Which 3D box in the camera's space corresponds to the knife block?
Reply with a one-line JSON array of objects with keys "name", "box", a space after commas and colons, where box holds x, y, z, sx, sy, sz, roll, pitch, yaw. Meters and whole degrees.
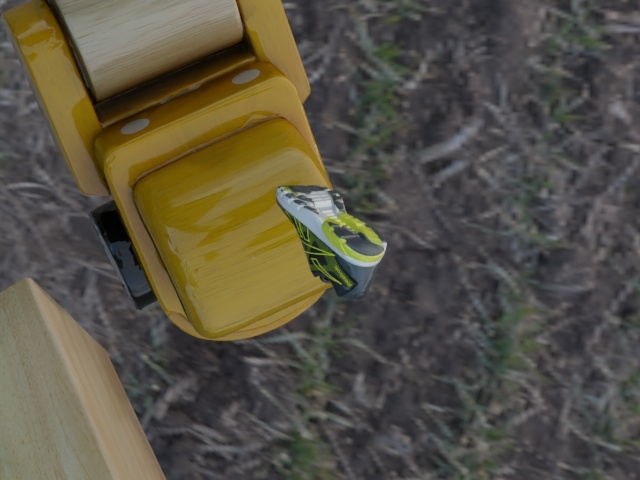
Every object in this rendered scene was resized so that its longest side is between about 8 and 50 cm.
[{"name": "knife block", "box": [-0.089, 0.167, 0.815, 0.088, 0.242, 0.276, 55, 48, -52]}]

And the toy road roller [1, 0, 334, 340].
[{"name": "toy road roller", "box": [-0.088, -0.072, 1.357, 0.202, 0.240, 0.329, -25, 119, -9]}]

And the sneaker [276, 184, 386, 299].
[{"name": "sneaker", "box": [0.000, 0.000, 0.829, 0.031, 0.083, 0.035, -1, 117, -29]}]
